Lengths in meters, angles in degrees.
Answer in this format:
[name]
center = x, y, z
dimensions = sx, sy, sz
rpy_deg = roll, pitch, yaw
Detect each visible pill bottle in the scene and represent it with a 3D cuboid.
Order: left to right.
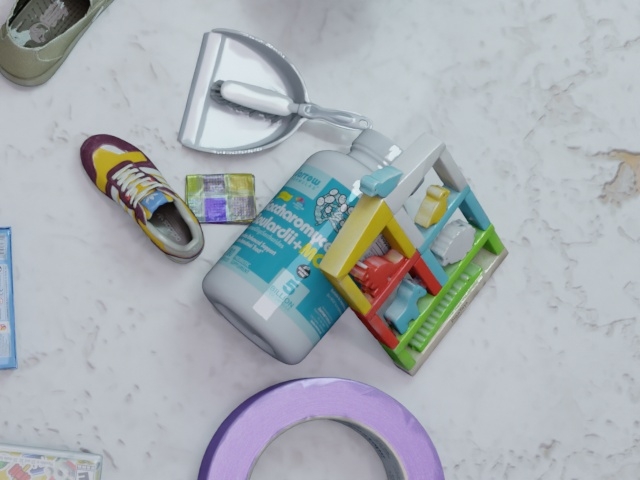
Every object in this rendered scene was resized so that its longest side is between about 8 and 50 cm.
[pill bottle]
center = 0.000, 0.000, 1.944
dimensions = 0.146, 0.146, 0.264
rpy_deg = 41, 79, -5

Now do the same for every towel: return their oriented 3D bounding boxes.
[towel]
center = -0.114, -0.048, 1.995
dimensions = 0.083, 0.009, 0.060
rpy_deg = 0, 86, -11

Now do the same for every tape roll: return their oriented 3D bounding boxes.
[tape roll]
center = 0.000, 0.292, 1.948
dimensions = 0.274, 0.090, 0.275
rpy_deg = 1, 85, -10

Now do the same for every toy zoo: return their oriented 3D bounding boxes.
[toy zoo]
center = 0.101, 0.009, 1.916
dimensions = 0.030, 0.293, 0.192
rpy_deg = 31, 77, 36

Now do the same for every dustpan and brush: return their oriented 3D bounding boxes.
[dustpan and brush]
center = -0.045, -0.155, 1.991
dimensions = 0.211, 0.060, 0.147
rpy_deg = 15, 83, -9

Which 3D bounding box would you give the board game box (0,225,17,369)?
[board game box]
center = -0.445, 0.069, 1.909
dimensions = 0.211, 0.039, 0.160
rpy_deg = -2, 85, -11

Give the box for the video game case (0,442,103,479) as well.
[video game case]
center = -0.360, 0.320, 1.859
dimensions = 0.227, 0.026, 0.206
rpy_deg = 8, 82, -9

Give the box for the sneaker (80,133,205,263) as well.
[sneaker]
center = -0.197, -0.054, 1.939
dimensions = 0.185, 0.084, 0.069
rpy_deg = 44, 80, 1

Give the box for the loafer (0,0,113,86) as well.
[loafer]
center = -0.274, -0.295, 1.945
dimensions = 0.102, 0.092, 0.268
rpy_deg = 29, 81, -7
